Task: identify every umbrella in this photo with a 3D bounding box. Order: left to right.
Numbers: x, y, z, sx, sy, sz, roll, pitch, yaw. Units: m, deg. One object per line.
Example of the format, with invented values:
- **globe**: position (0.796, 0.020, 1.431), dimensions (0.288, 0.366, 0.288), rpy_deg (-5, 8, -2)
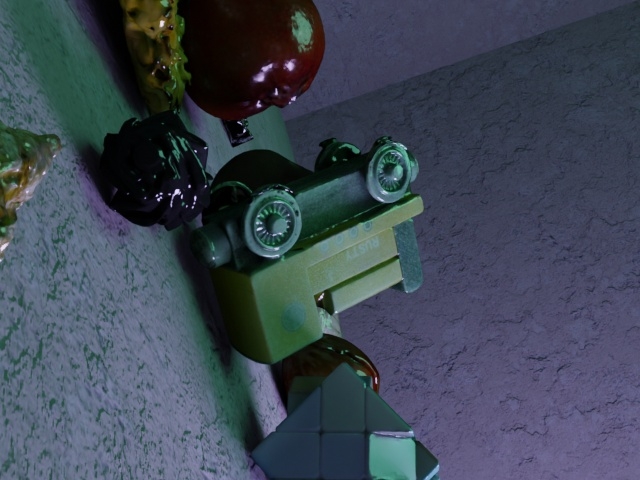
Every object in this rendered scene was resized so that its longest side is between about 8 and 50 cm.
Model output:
- **umbrella**: position (-0.175, -0.068, 0.850), dimensions (0.340, 0.118, 0.118), rpy_deg (175, -103, -85)

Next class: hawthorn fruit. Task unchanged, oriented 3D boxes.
- **hawthorn fruit**: position (-0.143, -0.373, 1.342), dimensions (0.311, 0.295, 0.295), rpy_deg (42, 14, -18)

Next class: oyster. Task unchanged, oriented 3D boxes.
- **oyster**: position (-0.215, -0.030, 0.465), dimensions (0.146, 0.045, 0.121), rpy_deg (55, 31, -76)

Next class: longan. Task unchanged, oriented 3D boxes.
- **longan**: position (-0.085, -0.048, 1.213), dimensions (0.212, 0.198, 0.198), rpy_deg (35, 29, -41)

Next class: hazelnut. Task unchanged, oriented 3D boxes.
- **hazelnut**: position (0.018, 0.267, 1.359), dimensions (0.212, 0.181, 0.180), rpy_deg (-72, 164, -67)

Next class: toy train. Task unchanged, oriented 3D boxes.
- **toy train**: position (0.000, 0.000, 1.072), dimensions (0.160, 0.397, 0.253), rpy_deg (10, -61, 52)

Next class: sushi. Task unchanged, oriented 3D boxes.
- **sushi**: position (-0.204, -0.284, 1.738), dimensions (0.084, 0.056, 0.083), rpy_deg (-103, 166, -47)

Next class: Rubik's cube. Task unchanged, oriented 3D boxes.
- **Rubik's cube**: position (0.029, 0.310, 1.024), dimensions (0.265, 0.224, 0.213), rpy_deg (44, -9, 22)

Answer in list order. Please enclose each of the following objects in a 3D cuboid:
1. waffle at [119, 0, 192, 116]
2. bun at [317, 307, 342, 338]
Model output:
- **waffle**: position (-0.227, -0.370, 0.999), dimensions (0.379, 0.095, 0.382), rpy_deg (-101, -171, -45)
- **bun**: position (-0.005, 0.201, 1.851), dimensions (0.221, 0.108, 0.221), rpy_deg (-19, 90, -86)
